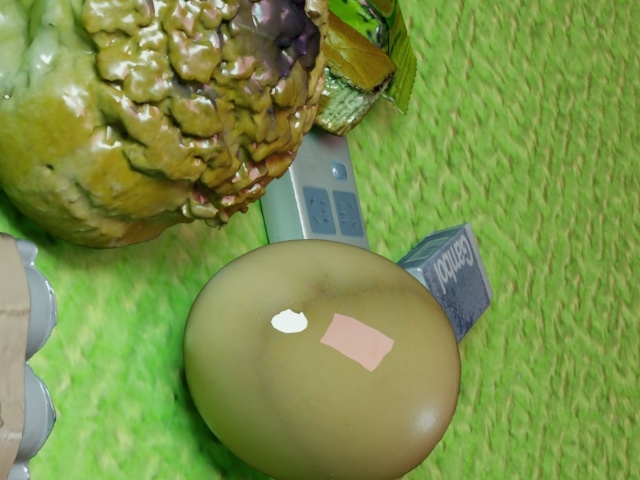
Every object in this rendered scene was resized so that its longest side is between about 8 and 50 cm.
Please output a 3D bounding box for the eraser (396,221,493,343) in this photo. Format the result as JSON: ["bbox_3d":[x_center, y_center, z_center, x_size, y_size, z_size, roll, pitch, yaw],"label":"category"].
[{"bbox_3d":[0.117,0.047,1.794,0.092,0.046,0.212,71,21,-8],"label":"eraser"}]

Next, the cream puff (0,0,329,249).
[{"bbox_3d":[-0.122,-0.169,1.396,0.327,0.231,0.343,53,37,-34],"label":"cream puff"}]

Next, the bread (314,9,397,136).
[{"bbox_3d":[-0.002,-0.162,1.683,0.128,0.069,0.140,39,23,-2],"label":"bread"}]

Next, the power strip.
[{"bbox_3d":[0.000,0.000,1.675,0.118,0.046,0.270,2,73,-56],"label":"power strip"}]

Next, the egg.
[{"bbox_3d":[-0.005,0.096,1.474,0.244,0.201,0.201,27,54,-47],"label":"egg"}]

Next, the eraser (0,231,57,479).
[{"bbox_3d":[-0.252,0.069,1.120,0.290,0.087,0.171,24,68,-76],"label":"eraser"}]

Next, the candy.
[{"bbox_3d":[0.023,-0.237,1.801,0.246,0.069,0.149,50,33,-24],"label":"candy"}]
